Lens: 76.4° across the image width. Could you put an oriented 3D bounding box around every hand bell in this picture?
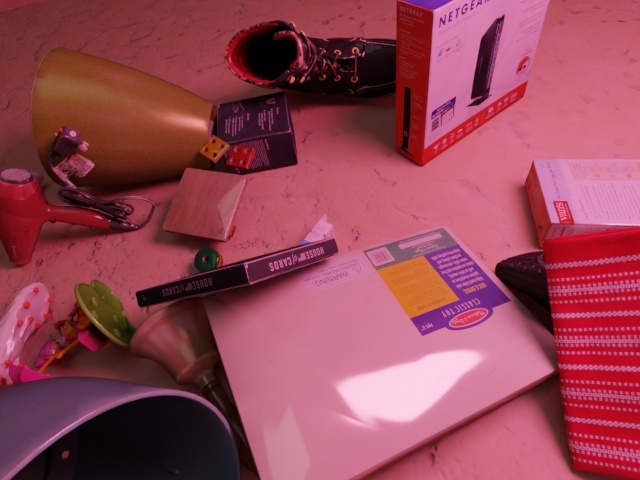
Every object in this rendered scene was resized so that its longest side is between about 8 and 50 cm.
[{"bbox_3d":[-0.142,0.206,0.550,0.126,0.126,0.242,-35,67,-19],"label":"hand bell"}]

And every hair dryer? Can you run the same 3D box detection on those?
[{"bbox_3d":[-0.487,-0.046,0.755,0.293,0.224,0.080,-30,29,12],"label":"hair dryer"}]

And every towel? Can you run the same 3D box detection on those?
[{"bbox_3d":[0.352,0.117,0.422,0.198,0.031,0.275,-10,81,44],"label":"towel"}]

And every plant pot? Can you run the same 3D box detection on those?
[{"bbox_3d":[-0.264,0.269,0.392,0.235,0.293,0.293,3,50,31],"label":"plant pot"},{"bbox_3d":[-0.375,-0.235,0.856,0.293,0.275,0.275,5,50,-9],"label":"plant pot"}]

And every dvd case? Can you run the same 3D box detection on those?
[{"bbox_3d":[-0.118,0.045,0.575,0.238,0.030,0.179,-16,0,37],"label":"dvd case"}]

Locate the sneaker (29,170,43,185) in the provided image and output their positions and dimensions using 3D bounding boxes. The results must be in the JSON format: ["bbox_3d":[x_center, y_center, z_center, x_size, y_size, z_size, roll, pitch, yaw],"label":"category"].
[{"bbox_3d":[-0.677,-0.092,0.904,0.061,0.054,0.152,34,65,14],"label":"sneaker"}]

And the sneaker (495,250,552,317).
[{"bbox_3d":[0.357,0.098,0.532,0.108,0.130,0.286,-13,23,-30],"label":"sneaker"}]

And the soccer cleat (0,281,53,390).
[{"bbox_3d":[-0.506,0.155,0.659,0.076,0.068,0.196,-8,53,7],"label":"soccer cleat"}]

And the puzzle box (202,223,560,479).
[{"bbox_3d":[0.081,0.128,0.535,0.408,0.052,0.272,-15,49,-20],"label":"puzzle box"}]

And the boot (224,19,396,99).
[{"bbox_3d":[0.009,-0.390,0.890,0.377,0.138,0.284,13,20,24],"label":"boot"}]

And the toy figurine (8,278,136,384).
[{"bbox_3d":[-0.389,0.155,0.621,0.159,0.130,0.173,-40,33,-11],"label":"toy figurine"}]

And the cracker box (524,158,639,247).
[{"bbox_3d":[0.478,-0.062,0.670,0.232,0.067,0.156,3,51,11],"label":"cracker box"}]

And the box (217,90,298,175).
[{"bbox_3d":[-0.139,-0.236,0.898,0.158,0.093,0.156,-11,50,2],"label":"box"}]

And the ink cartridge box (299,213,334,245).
[{"bbox_3d":[0.000,0.000,0.710,0.028,0.048,0.083,23,59,26],"label":"ink cartridge box"}]

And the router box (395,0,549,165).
[{"bbox_3d":[0.292,-0.355,0.790,0.335,0.301,0.082,-35,53,-18],"label":"router box"}]

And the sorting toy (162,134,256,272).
[{"bbox_3d":[-0.210,-0.071,0.778,0.132,0.046,0.275,9,71,15],"label":"sorting toy"}]
